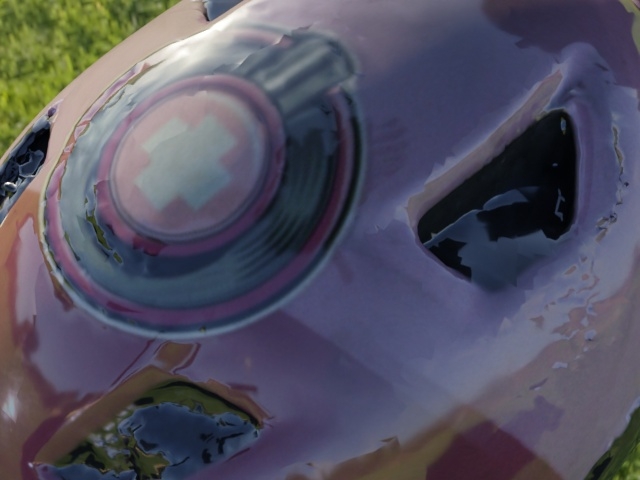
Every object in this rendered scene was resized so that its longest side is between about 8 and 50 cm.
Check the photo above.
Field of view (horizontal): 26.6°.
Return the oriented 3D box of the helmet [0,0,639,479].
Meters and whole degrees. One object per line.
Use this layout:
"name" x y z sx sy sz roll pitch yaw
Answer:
"helmet" 0.000 0.000 0.381 0.253 0.154 0.198 -27 60 -25
